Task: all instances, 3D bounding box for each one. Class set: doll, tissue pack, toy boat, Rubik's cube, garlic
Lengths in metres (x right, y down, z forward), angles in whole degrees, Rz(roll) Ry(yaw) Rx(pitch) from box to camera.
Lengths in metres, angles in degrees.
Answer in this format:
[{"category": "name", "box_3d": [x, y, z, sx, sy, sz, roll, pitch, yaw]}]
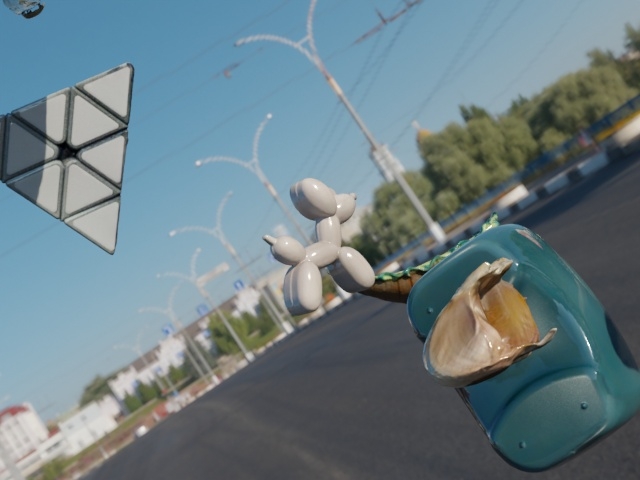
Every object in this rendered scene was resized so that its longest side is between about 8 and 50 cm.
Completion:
[{"category": "doll", "box_3d": [0.000, 0.000, 1.145, 0.161, 0.160, 0.059, -21, 0, -37]}, {"category": "tissue pack", "box_3d": [0.259, 0.127, 1.130, 0.198, 0.287, 0.206, -43, -16, 26]}, {"category": "toy boat", "box_3d": [0.162, 0.043, 1.452, 0.293, 0.099, 0.108, -19, -6, -4]}, {"category": "Rubik's cube", "box_3d": [-0.421, -0.146, 1.484, 0.228, 0.228, 0.233, 80, -157, -49]}, {"category": "garlic", "box_3d": [0.173, 0.092, 0.913, 0.124, 0.099, 0.174, -52, -22, 24]}]

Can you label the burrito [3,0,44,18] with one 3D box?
[{"category": "burrito", "box_3d": [-0.396, -0.410, 1.237, 0.107, 0.175, 0.348, -19, 14, -23]}]
